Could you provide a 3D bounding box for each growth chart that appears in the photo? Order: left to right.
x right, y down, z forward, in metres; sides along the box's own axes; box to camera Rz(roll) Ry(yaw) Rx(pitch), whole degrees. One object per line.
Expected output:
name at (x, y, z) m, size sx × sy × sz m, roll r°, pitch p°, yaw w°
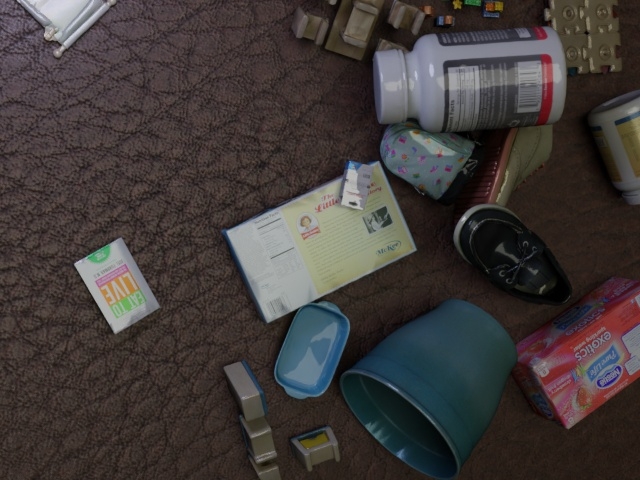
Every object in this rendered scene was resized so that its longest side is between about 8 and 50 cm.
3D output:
growth chart at (-0.467, -0.459, 1.775) m, size 0.172 × 0.021 × 0.237 m, roll -41°, pitch 103°, yaw -11°

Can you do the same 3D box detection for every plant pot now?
plant pot at (0.220, 0.253, 1.893) m, size 0.255 × 0.272 × 0.271 m, roll -45°, pitch 104°, yaw -24°

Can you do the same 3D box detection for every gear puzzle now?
gear puzzle at (0.507, -0.495, 2.040) m, size 0.175 × 0.044 × 0.339 m, roll -7°, pitch 95°, yaw -21°

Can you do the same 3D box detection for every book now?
book at (-0.362, 0.080, 1.830) m, size 0.096 × 0.035 × 0.144 m, roll -31°, pitch 99°, yaw -16°

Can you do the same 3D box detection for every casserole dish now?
casserole dish at (-0.019, 0.203, 1.928) m, size 0.114 × 0.037 × 0.188 m, roll 22°, pitch 86°, yaw -16°

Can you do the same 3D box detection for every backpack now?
backpack at (0.201, -0.161, 1.920) m, size 0.182 × 0.115 × 0.152 m, roll 30°, pitch 109°, yaw -8°

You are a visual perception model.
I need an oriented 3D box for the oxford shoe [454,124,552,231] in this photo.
oxford shoe at (0.371, -0.146, 1.972) m, size 0.146 × 0.140 × 0.397 m, roll 20°, pitch 89°, yaw -22°

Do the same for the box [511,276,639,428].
box at (0.535, 0.217, 2.031) m, size 0.300 × 0.142 × 0.154 m, roll -34°, pitch 101°, yaw -11°

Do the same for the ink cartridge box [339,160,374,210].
ink cartridge box at (0.063, -0.099, 1.879) m, size 0.048 × 0.028 × 0.083 m, roll 14°, pitch 86°, yaw -14°

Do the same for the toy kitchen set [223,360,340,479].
toy kitchen set at (-0.068, 0.320, 1.899) m, size 0.166 × 0.122 × 0.207 m, roll -17°, pitch 117°, yaw -15°

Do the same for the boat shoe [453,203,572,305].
boat shoe at (0.370, 0.042, 1.911) m, size 0.127 × 0.113 × 0.340 m, roll -49°, pitch 137°, yaw 1°

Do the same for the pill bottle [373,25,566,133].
pill bottle at (0.258, -0.281, 1.819) m, size 0.319 × 0.176 × 0.176 m, roll -4°, pitch 94°, yaw -2°

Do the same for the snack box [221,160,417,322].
snack box at (0.000, 0.000, 1.910) m, size 0.322 × 0.060 × 0.187 m, roll -25°, pitch 98°, yaw -13°

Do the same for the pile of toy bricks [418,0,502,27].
pile of toy bricks at (0.276, -0.466, 1.942) m, size 0.212 × 0.105 × 0.118 m, roll 0°, pitch 93°, yaw -16°

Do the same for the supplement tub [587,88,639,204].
supplement tub at (0.628, -0.185, 2.036) m, size 0.144 × 0.144 × 0.199 m, roll -27°, pitch 100°, yaw -13°

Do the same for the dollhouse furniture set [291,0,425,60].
dollhouse furniture set at (0.079, -0.462, 1.894) m, size 0.212 × 0.161 × 0.242 m, roll 15°, pitch 111°, yaw -16°
